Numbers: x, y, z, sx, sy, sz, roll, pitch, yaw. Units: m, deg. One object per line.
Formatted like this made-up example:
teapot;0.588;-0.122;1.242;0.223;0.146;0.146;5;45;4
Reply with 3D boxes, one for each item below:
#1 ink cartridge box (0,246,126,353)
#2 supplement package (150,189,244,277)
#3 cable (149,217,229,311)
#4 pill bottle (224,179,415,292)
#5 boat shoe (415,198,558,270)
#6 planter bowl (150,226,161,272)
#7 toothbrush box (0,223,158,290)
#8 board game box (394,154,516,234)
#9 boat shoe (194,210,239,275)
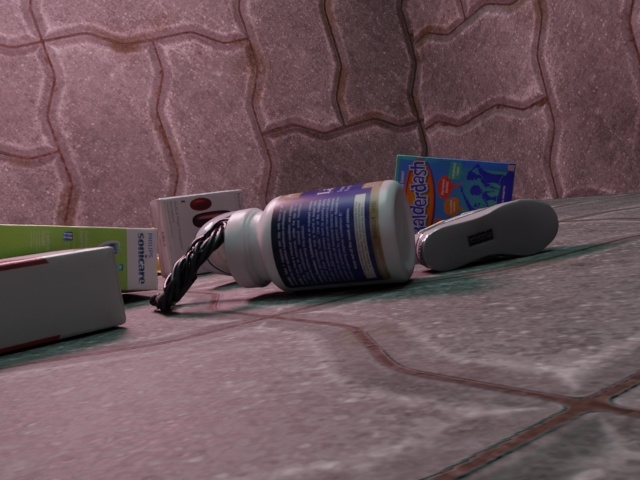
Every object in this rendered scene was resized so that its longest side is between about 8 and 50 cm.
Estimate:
ink cartridge box;-0.429;0.080;0.946;0.197;0.114;0.273;-11;4;-37
supplement package;-0.298;-0.019;1.636;0.203;0.194;0.149;-10;5;-23
cable;-0.198;0.030;1.027;0.184;0.047;0.150;-52;4;-19
pill bottle;0.000;0.000;0.998;0.264;0.153;0.153;-7;4;19
boat shoe;0.266;-0.008;1.093;0.267;0.096;0.088;-18;11;-19
planter bowl;-0.415;0.012;1.799;0.217;0.090;0.217;3;16;-1
toothbrush box;-0.469;0.042;1.218;0.283;0.122;0.206;2;-7;-32
board game box;0.237;-0.068;1.195;0.210;0.160;0.047;5;6;13
boat shoe;-0.066;0.011;1.323;0.367;0.136;0.156;2;-2;-44
